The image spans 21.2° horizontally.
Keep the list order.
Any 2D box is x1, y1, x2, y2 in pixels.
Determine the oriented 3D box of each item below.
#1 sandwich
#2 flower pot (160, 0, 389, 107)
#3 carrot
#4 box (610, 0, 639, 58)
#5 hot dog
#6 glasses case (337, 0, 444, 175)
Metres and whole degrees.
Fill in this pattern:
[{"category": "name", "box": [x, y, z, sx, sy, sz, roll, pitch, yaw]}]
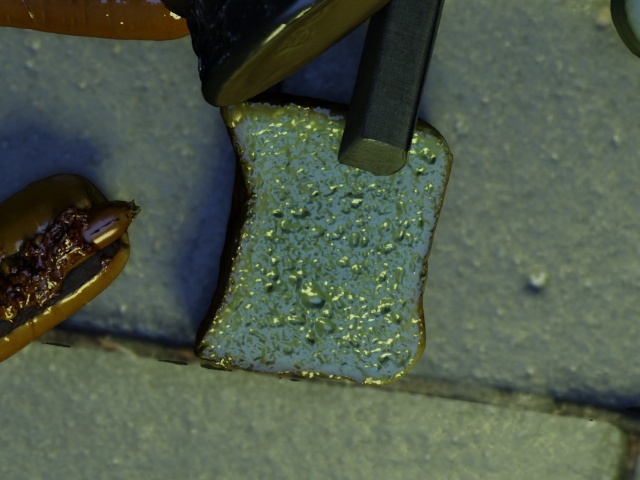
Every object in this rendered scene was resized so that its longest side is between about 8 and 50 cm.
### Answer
[{"category": "sandwich", "box": [0.000, 0.000, 1.317, 0.186, 0.065, 0.215, 9, 100, -5]}, {"category": "flower pot", "box": [-0.071, -0.249, 1.150, 0.266, 0.266, 0.267, -34, 87, 3]}, {"category": "carrot", "box": [-0.215, -0.185, 1.282, 0.335, 0.069, 0.069, 1, 100, 3]}, {"category": "box", "box": [0.462, -0.242, 1.250, 0.396, 0.111, 0.397, 27, 93, 2]}, {"category": "hot dog", "box": [-0.246, 0.035, 1.305, 0.249, 0.076, 0.102, -34, 96, 4]}, {"category": "glasses case", "box": [0.062, -0.154, 1.253, 0.047, 0.071, 0.205, 16, 74, -9]}]
